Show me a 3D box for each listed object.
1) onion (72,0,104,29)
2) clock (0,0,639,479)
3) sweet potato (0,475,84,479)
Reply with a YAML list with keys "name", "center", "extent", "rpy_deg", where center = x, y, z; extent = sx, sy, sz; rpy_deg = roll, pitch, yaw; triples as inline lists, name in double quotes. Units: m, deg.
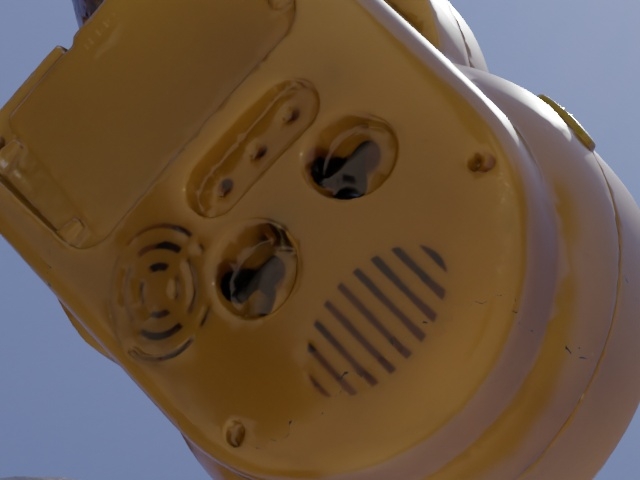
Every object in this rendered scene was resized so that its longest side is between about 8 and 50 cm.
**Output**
- name: "onion"
  center: [-0.064, -0.145, 1.073]
  extent: [0.146, 0.314, 0.280]
  rpy_deg: [13, -56, 22]
- name: "clock"
  center: [0.000, 0.000, 0.809]
  extent: [0.244, 0.200, 0.317]
  rpy_deg: [-49, -129, 8]
- name: "sweet potato"
  center: [-0.277, 0.253, 1.499]
  extent: [0.108, 0.346, 0.079]
  rpy_deg: [-3, -84, 18]
